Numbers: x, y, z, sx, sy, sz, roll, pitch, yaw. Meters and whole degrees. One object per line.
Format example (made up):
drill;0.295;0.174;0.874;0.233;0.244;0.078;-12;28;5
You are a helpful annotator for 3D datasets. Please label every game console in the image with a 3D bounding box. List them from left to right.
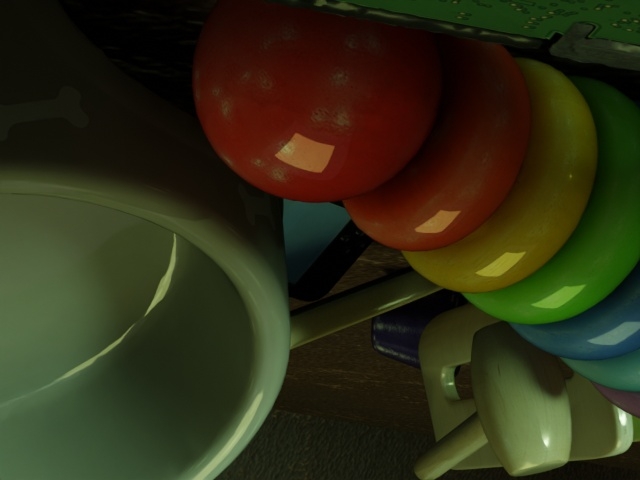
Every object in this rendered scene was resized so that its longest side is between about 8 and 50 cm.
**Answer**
game console;0.000;0.000;0.823;0.144;0.124;0.085;20;-152;-44

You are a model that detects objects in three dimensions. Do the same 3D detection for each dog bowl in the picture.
dog bowl;-0.172;0.041;0.657;0.348;0.102;0.349;-13;141;-10

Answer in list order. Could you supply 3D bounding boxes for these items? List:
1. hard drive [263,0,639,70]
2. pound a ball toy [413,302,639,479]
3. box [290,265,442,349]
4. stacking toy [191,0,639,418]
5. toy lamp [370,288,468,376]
hard drive;0.118;-0.105;0.267;0.237;0.064;0.339;9;168;-6
pound a ball toy;0.136;0.065;0.887;0.208;0.136;0.319;-7;171;-17
box;0.022;0.041;0.949;0.201;0.021;0.164;-19;179;-21
stacking toy;0.087;-0.016;0.597;0.330;0.141;0.141;22;163;-39
toy lamp;0.175;0.074;1.113;0.274;0.080;0.080;4;168;15
